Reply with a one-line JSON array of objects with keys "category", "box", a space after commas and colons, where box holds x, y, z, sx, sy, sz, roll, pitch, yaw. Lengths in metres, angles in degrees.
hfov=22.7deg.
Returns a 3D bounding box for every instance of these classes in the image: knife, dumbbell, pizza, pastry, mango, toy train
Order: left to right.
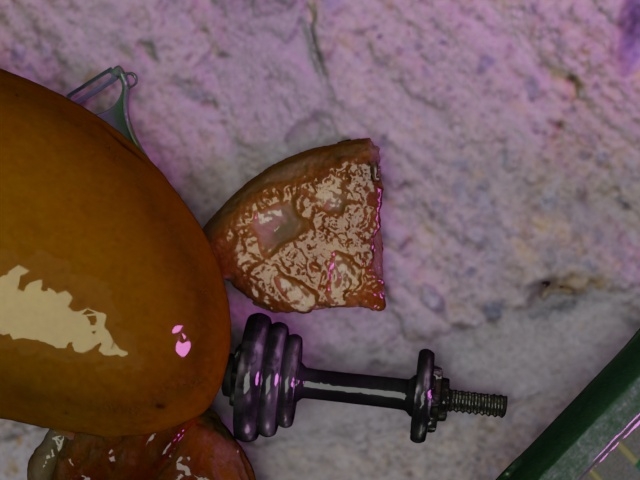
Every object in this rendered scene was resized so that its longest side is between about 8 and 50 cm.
[{"category": "mango", "box": [-0.273, 0.014, 1.304, 0.445, 0.220, 0.301, 30, 72, 15]}, {"category": "knife", "box": [-0.159, -0.069, 1.393, 0.078, 0.022, 0.166, -30, 90, 25]}, {"category": "pastry", "box": [-0.153, 0.234, 1.372, 0.229, 0.100, 0.218, 43, 107, 6]}, {"category": "pizza", "box": [0.000, 0.000, 1.358, 0.182, 0.062, 0.161, -43, 80, 5]}, {"category": "dumbbell", "box": [0.030, 0.124, 1.341, 0.255, 0.110, 0.110, 5, 95, 3]}, {"category": "toy train", "box": [0.270, 0.191, 1.255, 0.301, 0.120, 0.202, -43, 90, -13]}]
